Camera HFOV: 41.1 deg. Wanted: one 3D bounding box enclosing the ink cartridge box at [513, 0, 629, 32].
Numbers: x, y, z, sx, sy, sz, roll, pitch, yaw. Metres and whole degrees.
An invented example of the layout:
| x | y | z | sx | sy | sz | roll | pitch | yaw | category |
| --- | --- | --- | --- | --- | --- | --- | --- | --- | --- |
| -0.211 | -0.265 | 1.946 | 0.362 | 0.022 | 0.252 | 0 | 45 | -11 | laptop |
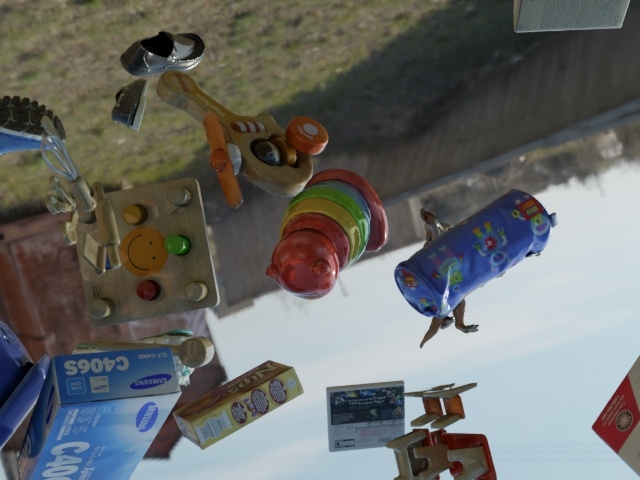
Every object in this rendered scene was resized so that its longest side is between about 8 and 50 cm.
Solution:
| x | y | z | sx | sy | sz | roll | pitch | yaw | category |
| --- | --- | --- | --- | --- | --- | --- | --- | --- | --- |
| 0.438 | -0.462 | 1.462 | 0.193 | 0.088 | 0.235 | 1 | 159 | 8 | ink cartridge box |

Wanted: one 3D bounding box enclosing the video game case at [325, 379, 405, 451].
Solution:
| x | y | z | sx | sy | sz | roll | pitch | yaw | category |
| --- | --- | --- | --- | --- | --- | --- | --- | --- | --- |
| 0.110 | 0.424 | 2.057 | 0.190 | 0.173 | 0.022 | -4 | -160 | -5 | video game case |

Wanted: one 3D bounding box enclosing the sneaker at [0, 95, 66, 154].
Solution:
| x | y | z | sx | sy | sz | roll | pitch | yaw | category |
| --- | --- | --- | --- | --- | --- | --- | --- | --- | --- |
| -0.740 | -0.237 | 1.916 | 0.329 | 0.130 | 0.147 | 4 | 134 | -8 | sneaker |

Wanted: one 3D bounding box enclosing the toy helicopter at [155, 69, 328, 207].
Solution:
| x | y | z | sx | sy | sz | roll | pitch | yaw | category |
| --- | --- | --- | --- | --- | --- | --- | --- | --- | --- |
| -0.176 | -0.201 | 1.627 | 0.235 | 0.355 | 0.140 | -47 | 172 | -50 | toy helicopter |

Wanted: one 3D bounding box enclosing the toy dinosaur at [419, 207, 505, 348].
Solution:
| x | y | z | sx | sy | sz | roll | pitch | yaw | category |
| --- | --- | --- | --- | --- | --- | --- | --- | --- | --- |
| 0.265 | 0.083 | 1.833 | 0.127 | 0.296 | 0.200 | -8 | -141 | -30 | toy dinosaur |

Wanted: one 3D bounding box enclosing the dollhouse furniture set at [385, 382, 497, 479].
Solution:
| x | y | z | sx | sy | sz | roll | pitch | yaw | category |
| --- | --- | --- | --- | --- | --- | --- | --- | --- | --- |
| 0.238 | 0.390 | 1.549 | 0.135 | 0.262 | 0.259 | -10 | 174 | -24 | dollhouse furniture set |

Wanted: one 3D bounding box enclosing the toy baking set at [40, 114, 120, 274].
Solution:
| x | y | z | sx | sy | sz | roll | pitch | yaw | category |
| --- | --- | --- | --- | --- | --- | --- | --- | --- | --- |
| -0.378 | -0.072 | 1.349 | 0.030 | 0.256 | 0.197 | -21 | 152 | 6 | toy baking set |

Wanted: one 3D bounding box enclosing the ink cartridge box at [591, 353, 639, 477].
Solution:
| x | y | z | sx | sy | sz | roll | pitch | yaw | category |
| --- | --- | --- | --- | --- | --- | --- | --- | --- | --- |
| 0.603 | 0.305 | 1.303 | 0.131 | 0.226 | 0.306 | 17 | -159 | -36 | ink cartridge box |

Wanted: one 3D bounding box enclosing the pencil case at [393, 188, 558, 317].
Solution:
| x | y | z | sx | sy | sz | roll | pitch | yaw | category |
| --- | --- | --- | --- | --- | --- | --- | --- | --- | --- |
| 0.284 | 0.026 | 1.553 | 0.306 | 0.133 | 0.119 | -31 | 176 | -17 | pencil case |

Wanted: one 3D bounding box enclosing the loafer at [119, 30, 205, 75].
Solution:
| x | y | z | sx | sy | sz | roll | pitch | yaw | category |
| --- | --- | --- | --- | --- | --- | --- | --- | --- | --- |
| -0.320 | -0.403 | 1.812 | 0.220 | 0.080 | 0.078 | -31 | 173 | -47 | loafer |

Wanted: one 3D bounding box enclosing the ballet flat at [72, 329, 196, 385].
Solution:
| x | y | z | sx | sy | sz | roll | pitch | yaw | category |
| --- | --- | --- | --- | --- | --- | --- | --- | --- | --- |
| -0.423 | 0.278 | 1.894 | 0.408 | 0.147 | 0.147 | -12 | -176 | 44 | ballet flat |

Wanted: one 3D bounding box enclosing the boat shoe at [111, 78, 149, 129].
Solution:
| x | y | z | sx | sy | sz | roll | pitch | yaw | category |
| --- | --- | --- | --- | --- | --- | --- | --- | --- | --- |
| -0.438 | -0.325 | 1.964 | 0.068 | 0.081 | 0.228 | 14 | -155 | -15 | boat shoe |

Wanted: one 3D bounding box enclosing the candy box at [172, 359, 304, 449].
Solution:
| x | y | z | sx | sy | sz | roll | pitch | yaw | category |
| --- | --- | --- | --- | --- | --- | --- | --- | --- | --- |
| -0.131 | 0.259 | 1.361 | 0.186 | 0.053 | 0.109 | -27 | -171 | -22 | candy box |

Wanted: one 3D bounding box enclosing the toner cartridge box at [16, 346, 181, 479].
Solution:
| x | y | z | sx | sy | sz | roll | pitch | yaw | category |
| --- | --- | --- | --- | --- | --- | --- | --- | --- | --- |
| -0.331 | 0.274 | 1.239 | 0.165 | 0.075 | 0.348 | -2 | 146 | -29 | toner cartridge box |

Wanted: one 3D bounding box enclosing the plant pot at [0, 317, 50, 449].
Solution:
| x | y | z | sx | sy | sz | roll | pitch | yaw | category |
| --- | --- | --- | --- | --- | --- | --- | --- | --- | --- |
| -0.578 | 0.238 | 1.398 | 0.236 | 0.212 | 0.236 | -55 | -169 | -11 | plant pot |

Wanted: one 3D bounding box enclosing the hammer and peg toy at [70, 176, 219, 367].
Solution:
| x | y | z | sx | sy | sz | roll | pitch | yaw | category |
| --- | --- | --- | --- | --- | --- | --- | --- | --- | --- |
| -0.334 | 0.077 | 1.629 | 0.265 | 0.362 | 0.127 | -10 | 178 | 2 | hammer and peg toy |

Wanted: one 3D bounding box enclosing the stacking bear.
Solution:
| x | y | z | sx | sy | sz | roll | pitch | yaw | category |
| --- | --- | --- | --- | --- | --- | --- | --- | --- | --- |
| 0.000 | 0.000 | 1.441 | 0.175 | 0.164 | 0.289 | 1 | -155 | 16 | stacking bear |
